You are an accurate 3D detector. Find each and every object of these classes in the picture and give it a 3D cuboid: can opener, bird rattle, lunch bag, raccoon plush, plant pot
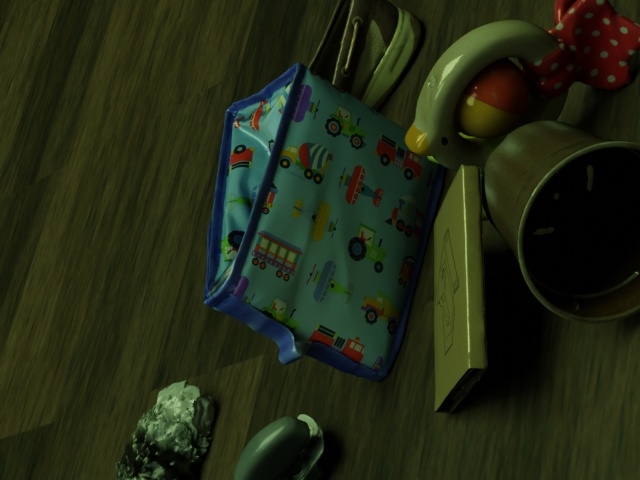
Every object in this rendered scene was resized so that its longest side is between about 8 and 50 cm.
[{"bbox_3d":[-0.087,0.297,1.820,0.280,0.093,0.074,-58,30,15],"label":"can opener"},{"bbox_3d":[0.193,-0.137,1.663,0.253,0.207,0.143,-56,47,27],"label":"bird rattle"},{"bbox_3d":[0.000,0.000,1.801,0.138,0.221,0.293,-28,42,45],"label":"lunch bag"},{"bbox_3d":[-0.349,0.326,1.978,0.216,0.299,0.446,-10,56,55],"label":"raccoon plush"},{"bbox_3d":[0.230,-0.032,1.547,0.167,0.167,0.165,-56,23,8],"label":"plant pot"}]

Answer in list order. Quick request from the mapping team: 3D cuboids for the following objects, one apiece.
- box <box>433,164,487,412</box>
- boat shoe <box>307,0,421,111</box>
[{"bbox_3d":[0.132,0.050,1.634,0.164,0.021,0.201,110,161,-68],"label":"box"},{"bbox_3d":[-0.014,-0.152,2.056,0.342,0.123,0.123,-58,29,5],"label":"boat shoe"}]
